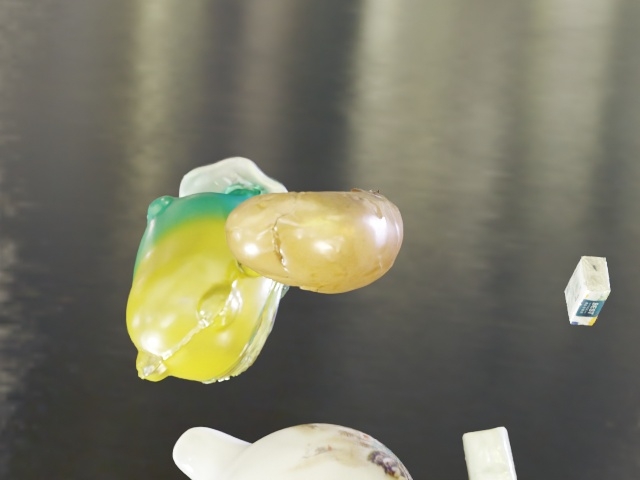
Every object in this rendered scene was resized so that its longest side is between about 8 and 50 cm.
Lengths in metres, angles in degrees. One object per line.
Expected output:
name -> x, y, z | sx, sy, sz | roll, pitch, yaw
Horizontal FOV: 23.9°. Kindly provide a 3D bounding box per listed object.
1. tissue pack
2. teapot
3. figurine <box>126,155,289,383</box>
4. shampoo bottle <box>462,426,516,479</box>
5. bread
tissue pack -> 0.366, 0.069, 2.067 | 0.042, 0.083, 0.062 | 6, 51, -6
teapot -> 0.000, 0.272, 1.401 | 0.298, 0.204, 0.139 | 37, -1, -19
figurine -> -0.160, 0.048, 2.111 | 0.231, 0.324, 0.340 | 40, 29, -17
shampoo bottle -> 0.163, 0.250, 1.372 | 0.045, 0.152, 0.077 | -12, -16, 4
bread -> 0.000, 0.000, 1.069 | 0.114, 0.077, 0.189 | -9, -4, 18
